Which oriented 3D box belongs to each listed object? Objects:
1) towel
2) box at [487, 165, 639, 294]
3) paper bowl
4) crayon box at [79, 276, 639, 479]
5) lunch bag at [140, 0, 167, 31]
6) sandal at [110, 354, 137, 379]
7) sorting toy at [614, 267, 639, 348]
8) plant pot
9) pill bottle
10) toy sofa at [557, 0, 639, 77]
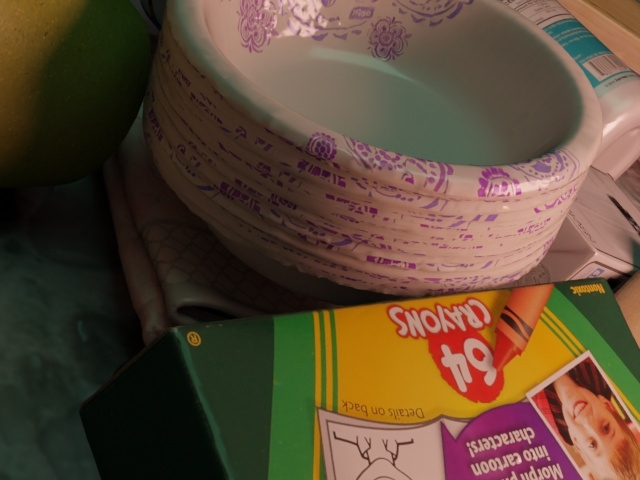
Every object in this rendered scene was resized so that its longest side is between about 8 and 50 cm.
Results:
[{"bbox_3d":[0.000,0.000,0.967,0.332,0.053,0.317,17,29,-28],"label":"towel"},{"bbox_3d":[0.198,0.001,1.057,0.290,0.087,0.169,15,35,-56],"label":"box"},{"bbox_3d":[0.026,-0.067,0.849,0.284,0.148,0.284,13,35,-9],"label":"paper bowl"},{"bbox_3d":[0.089,0.189,0.704,0.363,0.106,0.313,-4,63,-44],"label":"crayon box"},{"bbox_3d":[0.014,-0.167,1.121,0.303,0.115,0.243,7,29,-45],"label":"lunch bag"},{"bbox_3d":[-0.032,0.134,0.775,0.219,0.060,0.090,42,32,15],"label":"sandal"},{"bbox_3d":[0.294,0.115,0.997,0.307,0.041,0.229,-29,110,-55],"label":"sorting toy"},{"bbox_3d":[-0.257,-0.140,0.792,0.293,0.275,0.275,24,29,-46],"label":"plant pot"},{"bbox_3d":[0.206,-0.170,1.316,0.146,0.146,0.264,-11,53,-49],"label":"pill bottle"},{"bbox_3d":[0.358,-0.188,1.459,0.362,0.177,0.150,33,37,-2],"label":"toy sofa"}]
